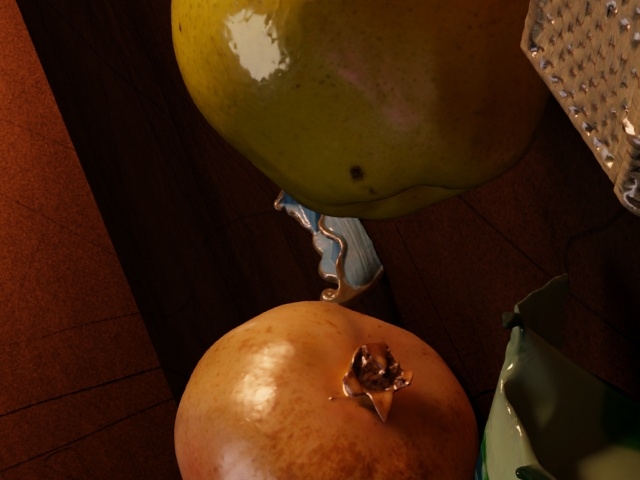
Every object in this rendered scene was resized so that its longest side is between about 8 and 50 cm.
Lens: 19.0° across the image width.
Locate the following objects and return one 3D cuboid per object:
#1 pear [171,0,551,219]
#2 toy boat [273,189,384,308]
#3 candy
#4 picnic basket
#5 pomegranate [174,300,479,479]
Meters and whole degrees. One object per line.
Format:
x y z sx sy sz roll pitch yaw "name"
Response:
0.030 -0.162 1.301 0.294 0.294 0.294 58 161 33 "pear"
0.000 0.000 1.957 0.185 0.077 0.075 57 160 36 "toy boat"
0.246 0.249 1.370 0.398 0.172 0.263 44 148 31 "candy"
0.207 -0.127 1.004 0.154 0.134 0.196 59 161 28 "picnic basket"
0.011 0.200 1.814 0.319 0.319 0.319 58 161 33 "pomegranate"
